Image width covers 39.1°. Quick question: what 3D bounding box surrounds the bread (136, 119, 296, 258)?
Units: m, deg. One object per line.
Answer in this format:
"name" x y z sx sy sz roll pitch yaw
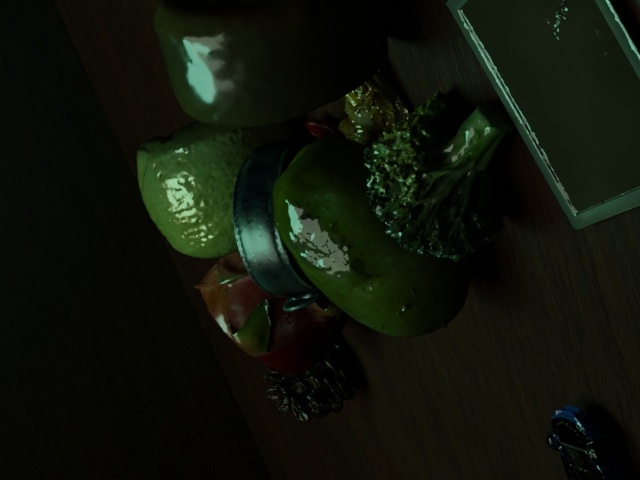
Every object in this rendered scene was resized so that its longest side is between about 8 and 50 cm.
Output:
"bread" -0.178 -0.116 1.643 0.320 0.320 0.237 24 142 62

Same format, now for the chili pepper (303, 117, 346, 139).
"chili pepper" 0.048 -0.142 1.400 0.059 0.050 0.268 18 -162 -40

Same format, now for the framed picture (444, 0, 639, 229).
"framed picture" 0.242 -0.162 0.889 0.293 0.018 0.231 61 162 2

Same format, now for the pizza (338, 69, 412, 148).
"pizza" 0.072 -0.181 1.251 0.182 0.062 0.161 43 153 48

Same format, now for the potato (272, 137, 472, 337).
"potato" 0.071 -0.002 1.233 0.304 0.216 0.216 34 161 -2

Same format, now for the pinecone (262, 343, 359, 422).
"pinecone" -0.031 0.298 1.989 0.221 0.221 0.221 52 159 29

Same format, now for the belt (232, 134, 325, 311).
"belt" -0.041 -0.024 1.368 0.116 0.206 0.267 -10 69 34

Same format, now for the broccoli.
"broccoli" 0.158 -0.092 1.068 0.194 0.194 0.219 89 171 -54

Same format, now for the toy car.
"toy car" 0.363 0.310 1.169 0.103 0.063 0.216 -1 110 69

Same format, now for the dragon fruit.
"dragon fruit" -0.067 0.086 1.746 0.305 0.225 0.305 37 -165 -11

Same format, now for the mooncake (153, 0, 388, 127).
"mooncake" -0.062 -0.271 1.123 0.284 0.284 0.155 39 151 50
